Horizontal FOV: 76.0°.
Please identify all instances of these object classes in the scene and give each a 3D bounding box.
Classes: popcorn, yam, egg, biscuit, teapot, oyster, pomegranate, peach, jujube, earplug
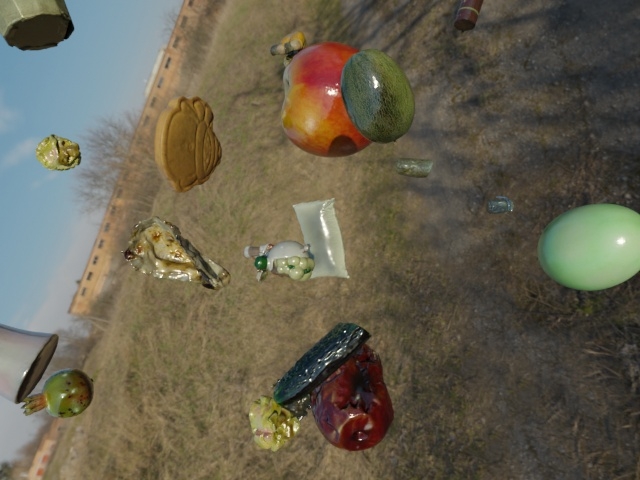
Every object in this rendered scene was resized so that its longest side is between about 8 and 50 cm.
[{"bbox_3d":[-0.969,-0.321,1.519,0.126,0.145,0.125,-25,67,55],"label":"popcorn"},{"bbox_3d":[0.471,-0.373,2.089,0.107,0.183,0.106,8,-90,-84],"label":"yam"},{"bbox_3d":[0.704,0.018,1.064,0.270,0.221,0.220,143,142,-63],"label":"egg"},{"bbox_3d":[-0.445,-0.338,1.421,0.351,0.057,0.311,-48,-36,-63],"label":"biscuit"},{"bbox_3d":[0.620,-0.121,1.429,0.063,0.084,0.049,-91,-2,-65],"label":"teapot"},{"bbox_3d":[-0.104,0.389,0.890,0.089,0.097,0.109,-45,75,20],"label":"popcorn"},{"bbox_3d":[-0.431,0.054,1.282,0.198,0.337,0.133,-46,20,31],"label":"oyster"},{"bbox_3d":[-0.839,0.500,1.322,0.159,0.205,0.159,5,98,40],"label":"pomegranate"},{"bbox_3d":[0.055,-0.445,1.328,0.388,0.389,0.387,-47,31,41],"label":"peach"},{"bbox_3d":[0.101,0.511,1.387,0.276,0.277,0.377,-62,12,14],"label":"jujube"},{"bbox_3d":[-0.815,0.249,0.960,0.172,0.302,0.172,-59,14,25],"label":"earplug"}]

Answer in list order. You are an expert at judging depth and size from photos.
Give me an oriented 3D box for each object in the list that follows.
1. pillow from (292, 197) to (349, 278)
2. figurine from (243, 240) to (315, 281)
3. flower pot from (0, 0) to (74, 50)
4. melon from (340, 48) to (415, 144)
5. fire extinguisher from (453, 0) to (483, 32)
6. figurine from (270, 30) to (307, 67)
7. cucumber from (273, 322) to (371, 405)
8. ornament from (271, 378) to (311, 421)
[{"bbox_3d":[-0.001,0.001,1.264,0.078,0.145,0.253,-23,-77,-72],"label":"pillow"},{"bbox_3d":[-0.098,0.049,0.944,0.197,0.147,0.093,-6,83,42],"label":"figurine"},{"bbox_3d":[-0.645,-0.539,0.884,0.213,0.202,0.212,-26,9,4],"label":"flower pot"},{"bbox_3d":[0.097,-0.235,0.690,0.114,0.167,0.114,-23,25,11],"label":"melon"},{"bbox_3d":[0.307,-0.496,0.808,0.064,0.043,0.158,25,-96,-79],"label":"fire extinguisher"},{"bbox_3d":[-0.051,-0.633,1.504,0.193,0.256,0.167,0,51,28],"label":"figurine"},{"bbox_3d":[-0.001,0.257,0.856,0.241,0.074,0.074,-41,22,-7],"label":"cucumber"},{"bbox_3d":[-0.102,0.540,1.396,0.080,0.236,0.202,29,69,31],"label":"ornament"}]
